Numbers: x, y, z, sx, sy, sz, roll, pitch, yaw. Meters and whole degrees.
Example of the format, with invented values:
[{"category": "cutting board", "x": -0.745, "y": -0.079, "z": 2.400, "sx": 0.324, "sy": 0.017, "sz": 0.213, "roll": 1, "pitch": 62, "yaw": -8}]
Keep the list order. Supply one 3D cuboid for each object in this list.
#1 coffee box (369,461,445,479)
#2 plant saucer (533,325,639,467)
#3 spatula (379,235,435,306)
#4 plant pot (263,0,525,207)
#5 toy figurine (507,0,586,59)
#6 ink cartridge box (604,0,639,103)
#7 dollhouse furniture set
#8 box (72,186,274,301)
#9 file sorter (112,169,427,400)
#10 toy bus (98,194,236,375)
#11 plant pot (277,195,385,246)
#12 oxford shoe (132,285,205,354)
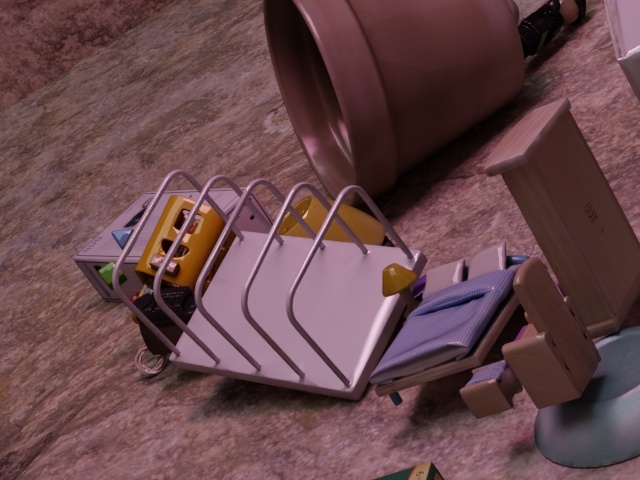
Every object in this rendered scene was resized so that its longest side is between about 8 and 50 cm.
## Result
[{"category": "coffee box", "x": 0.027, "y": 0.277, "z": 1.549, "sx": 0.184, "sy": 0.040, "sz": 0.113, "roll": -20, "pitch": 25, "yaw": 29}, {"category": "plant saucer", "x": 0.277, "y": 0.130, "z": 1.525, "sx": 0.195, "sy": 0.037, "sz": 0.195, "roll": -28, "pitch": 22, "yaw": 12}, {"category": "spatula", "x": 0.090, "y": 0.026, "z": 2.001, "sx": 0.084, "sy": 0.030, "sz": 0.296, "roll": -33, "pitch": 21, "yaw": -2}, {"category": "plant pot", "x": 0.108, "y": -0.238, "z": 2.221, "sx": 0.280, "sy": 0.323, "sz": 0.323, "roll": -21, "pitch": 20, "yaw": -13}, {"category": "toy figurine", "x": 0.253, "y": -0.366, "z": 2.362, "sx": 0.148, "sy": 0.209, "sz": 0.213, "roll": -39, "pitch": 23, "yaw": -29}, {"category": "ink cartridge box", "x": 0.429, "y": -0.071, "z": 1.257, "sx": 0.285, "sy": 0.395, "sz": 0.166, "roll": -26, "pitch": 23, "yaw": 18}, {"category": "dollhouse furniture set", "x": 0.127, "y": 0.038, "z": 1.635, "sx": 0.303, "sy": 0.198, "sz": 0.286, "roll": -21, "pitch": 15, "yaw": 35}, {"category": "box", "x": -0.210, "y": 0.008, "z": 2.368, "sx": 0.169, "sy": 0.087, "sz": 0.290, "roll": -46, "pitch": 25, "yaw": -29}, {"category": "file sorter", "x": -0.063, "y": 0.038, "z": 1.868, "sx": 0.278, "sy": 0.173, "sz": 0.193, "roll": 6, "pitch": 58, "yaw": 38}, {"category": "toy bus", "x": -0.189, "y": 0.042, "z": 2.137, "sx": 0.191, "sy": 0.202, "sz": 0.104, "roll": -24, "pitch": -23, "yaw": -1}, {"category": "plant pot", "x": 0.000, "y": 0.000, "z": 2.047, "sx": 0.134, "sy": 0.095, "sz": 0.134, "roll": -43, "pitch": 17, "yaw": 17}, {"category": "oxford shoe", "x": -0.115, "y": 0.107, "z": 2.054, "sx": 0.227, "sy": 0.096, "sz": 0.083, "roll": -3, "pitch": 20, "yaw": 19}]
